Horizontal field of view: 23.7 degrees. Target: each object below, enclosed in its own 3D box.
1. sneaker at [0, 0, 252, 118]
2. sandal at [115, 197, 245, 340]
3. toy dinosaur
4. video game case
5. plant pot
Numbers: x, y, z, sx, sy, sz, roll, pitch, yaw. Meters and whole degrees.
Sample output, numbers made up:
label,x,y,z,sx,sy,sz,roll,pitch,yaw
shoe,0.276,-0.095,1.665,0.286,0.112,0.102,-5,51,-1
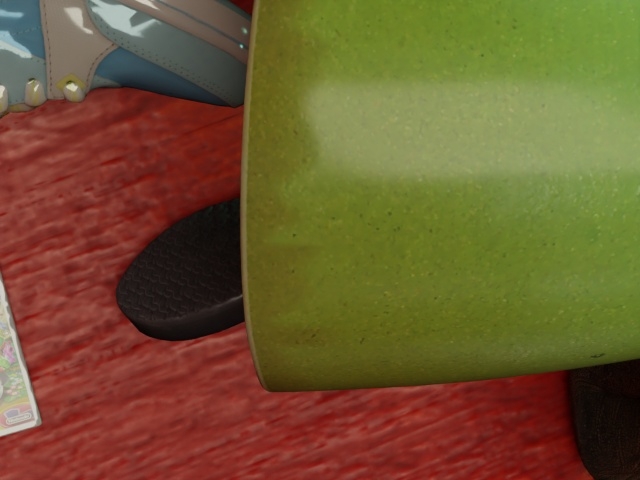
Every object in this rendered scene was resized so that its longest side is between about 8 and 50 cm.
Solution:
label,x,y,z,sx,sy,sz,roll,pitch,yaw
sneaker,-0.195,-0.080,0.850,0.319,0.127,0.208,17,90,-5
sandal,0.001,0.000,0.923,0.254,0.097,0.054,-25,128,-9
toy dinosaur,0.218,0.088,0.971,0.121,0.160,0.313,-29,120,-48
video game case,-0.225,0.065,0.914,0.087,0.011,0.122,-15,99,-11
plant pot,0.130,-0.051,0.733,0.293,0.275,0.275,4,95,7
